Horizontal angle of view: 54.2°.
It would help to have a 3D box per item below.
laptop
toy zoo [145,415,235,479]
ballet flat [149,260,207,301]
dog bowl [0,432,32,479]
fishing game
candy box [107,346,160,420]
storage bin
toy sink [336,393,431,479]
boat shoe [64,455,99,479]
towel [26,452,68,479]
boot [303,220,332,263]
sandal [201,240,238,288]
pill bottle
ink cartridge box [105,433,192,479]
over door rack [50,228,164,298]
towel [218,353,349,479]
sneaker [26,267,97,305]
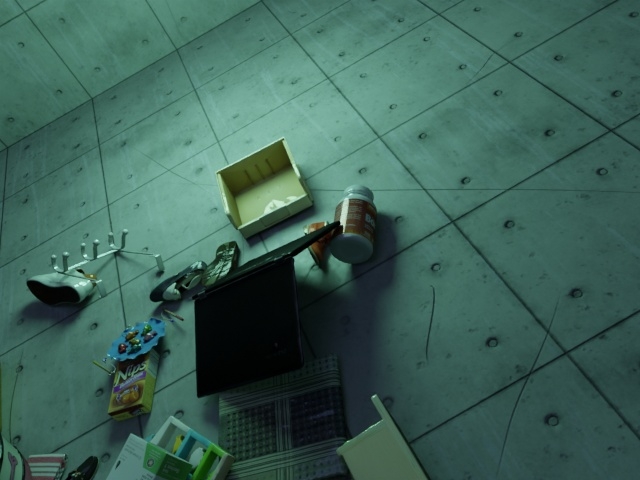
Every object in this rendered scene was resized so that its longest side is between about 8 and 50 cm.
[{"bbox_3d":[-0.133,0.173,1.649,0.382,0.236,0.408,-23,7,36],"label":"laptop"},{"bbox_3d":[-0.344,0.541,1.481,0.293,0.030,0.192,12,66,44],"label":"toy zoo"},{"bbox_3d":[-0.432,0.136,1.924,0.203,0.074,0.074,-34,42,-8],"label":"ballet flat"},{"bbox_3d":[-0.920,0.680,1.593,0.407,0.150,0.408,-20,42,19],"label":"dog bowl"},{"bbox_3d":[-0.535,0.279,1.816,0.264,0.041,0.189,-37,29,-27],"label":"fishing game"},{"bbox_3d":[-0.516,0.395,1.735,0.109,0.053,0.187,-19,42,13],"label":"candy box"},{"bbox_3d":[-0.183,-0.169,2.035,0.262,0.123,0.260,-26,42,4],"label":"storage bin"},{"bbox_3d":[0.129,0.455,1.248,0.131,0.153,0.234,-32,43,-1],"label":"toy sink"},{"bbox_3d":[-0.621,0.608,1.600,0.049,0.042,0.133,16,58,41],"label":"boat shoe"},{"bbox_3d":[-0.751,0.655,1.639,0.144,0.029,0.197,-9,46,25],"label":"towel"},{"bbox_3d":[0.000,0.000,1.824,0.084,0.059,0.158,-17,43,7],"label":"boot"},{"bbox_3d":[-0.297,0.081,1.915,0.089,0.060,0.219,-11,31,12],"label":"sandal"},{"bbox_3d":[0.097,-0.051,1.768,0.121,0.121,0.216,-9,47,22],"label":"pill bottle"},{"bbox_3d":[-0.413,0.575,1.415,0.160,0.092,0.219,5,61,42],"label":"ink cartridge box"},{"bbox_3d":[-0.704,0.057,2.055,0.324,0.108,0.239,18,33,39],"label":"over door rack"},{"bbox_3d":[-0.094,0.440,1.471,0.324,0.056,0.312,-17,47,11],"label":"towel"},{"bbox_3d":[-0.880,0.153,2.150,0.290,0.106,0.123,3,32,29],"label":"sneaker"}]
